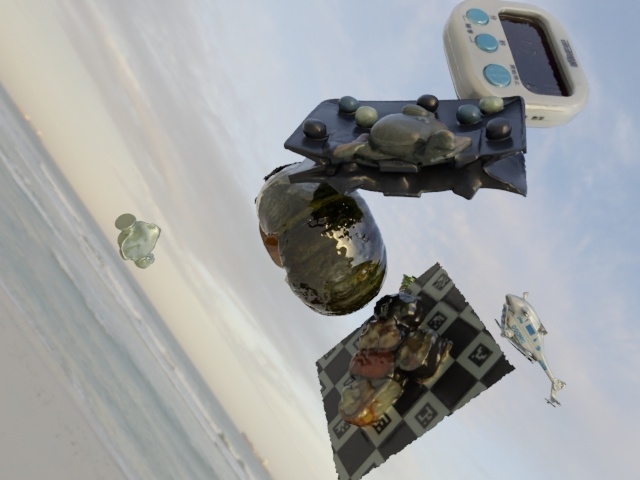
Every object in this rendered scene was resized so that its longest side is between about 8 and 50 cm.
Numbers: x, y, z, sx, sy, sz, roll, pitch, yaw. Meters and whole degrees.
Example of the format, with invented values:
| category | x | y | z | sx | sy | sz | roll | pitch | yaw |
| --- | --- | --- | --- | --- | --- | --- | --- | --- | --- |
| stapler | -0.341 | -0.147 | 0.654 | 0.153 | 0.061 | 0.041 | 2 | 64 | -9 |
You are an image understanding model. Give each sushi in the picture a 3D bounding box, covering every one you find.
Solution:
| category | x | y | z | sx | sy | sz | roll | pitch | yaw |
| --- | --- | --- | --- | --- | --- | --- | --- | --- | --- |
| sushi | 0.110 | 0.195 | 0.926 | 0.069 | 0.339 | 0.320 | 42 | 15 | -25 |

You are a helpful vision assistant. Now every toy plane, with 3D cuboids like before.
| category | x | y | z | sx | sy | sz | roll | pitch | yaw |
| --- | --- | --- | --- | --- | --- | --- | --- | --- | --- |
| toy plane | 0.497 | 0.245 | 1.237 | 0.273 | 0.107 | 0.182 | 57 | 2 | 14 |

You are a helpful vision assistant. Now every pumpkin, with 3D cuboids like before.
| category | x | y | z | sx | sy | sz | roll | pitch | yaw |
| --- | --- | --- | --- | --- | --- | --- | --- | --- | --- |
| pumpkin | 0.000 | 0.000 | 1.023 | 0.320 | 0.192 | 0.320 | 60 | -10 | 17 |

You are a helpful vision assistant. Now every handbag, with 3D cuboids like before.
| category | x | y | z | sx | sy | sz | roll | pitch | yaw |
| --- | --- | --- | --- | --- | --- | --- | --- | --- | --- |
| handbag | 0.128 | -0.144 | 0.776 | 0.326 | 0.269 | 0.118 | 3 | -61 | 16 |

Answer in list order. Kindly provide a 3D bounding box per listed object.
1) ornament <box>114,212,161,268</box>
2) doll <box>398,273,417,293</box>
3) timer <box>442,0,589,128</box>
| category | x | y | z | sx | sy | sz | roll | pitch | yaw |
| --- | --- | --- | --- | --- | --- | --- | --- | --- | --- |
| ornament | -0.261 | 0.004 | 0.771 | 0.041 | 0.068 | 0.092 | 21 | -62 | 23 |
| doll | 0.289 | 0.164 | 1.850 | 0.076 | 0.113 | 0.078 | 48 | 10 | 31 |
| timer | 0.341 | -0.312 | 0.962 | 0.087 | 0.237 | 0.261 | 119 | -32 | -60 |
